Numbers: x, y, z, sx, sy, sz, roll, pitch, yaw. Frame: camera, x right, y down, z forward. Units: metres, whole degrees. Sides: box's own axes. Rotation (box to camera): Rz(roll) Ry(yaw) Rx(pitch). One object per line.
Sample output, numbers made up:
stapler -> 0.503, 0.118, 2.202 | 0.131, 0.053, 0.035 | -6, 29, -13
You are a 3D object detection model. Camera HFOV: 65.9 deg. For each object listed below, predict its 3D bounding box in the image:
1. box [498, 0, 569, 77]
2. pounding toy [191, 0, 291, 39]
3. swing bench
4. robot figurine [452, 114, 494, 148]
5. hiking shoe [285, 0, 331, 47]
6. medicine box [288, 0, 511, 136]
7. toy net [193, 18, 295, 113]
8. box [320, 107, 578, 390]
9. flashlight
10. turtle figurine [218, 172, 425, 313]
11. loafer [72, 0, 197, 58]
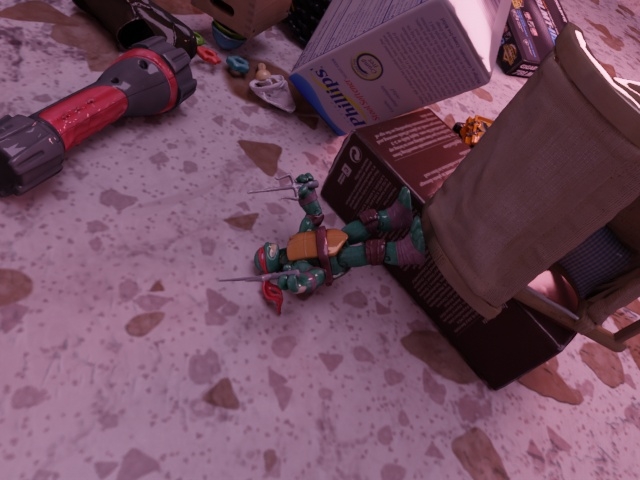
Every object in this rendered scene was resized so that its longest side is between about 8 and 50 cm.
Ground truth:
box -> 0.598, -0.588, 1.387 | 0.294, 0.073, 0.295 | -3, 71, -28
pounding toy -> -0.136, -0.471, 0.887 | 0.181, 0.094, 0.206 | 33, 51, 7
swing bench -> 0.277, -0.030, 0.502 | 0.255, 0.253, 0.165 | 15, 49, -14
robot figurine -> 0.369, -0.138, 0.939 | 0.291, 0.085, 0.211 | 27, 45, -4
hiking shoe -> -0.032, -0.488, 1.011 | 0.304, 0.113, 0.132 | 38, 38, 0
medicine box -> 0.131, -0.342, 0.799 | 0.149, 0.289, 0.263 | 44, 54, -32
toy net -> -0.128, -0.305, 0.845 | 0.232, 0.045, 0.122 | 46, 37, 16
box -> 0.200, -0.006, 0.713 | 0.191, 0.143, 0.381 | -25, 65, -39
flashlight -> -0.283, -0.164, 0.626 | 0.103, 0.103, 0.304 | 34, 45, -1
turtle figurine -> 0.000, 0.000, 0.599 | 0.234, 0.118, 0.175 | -10, 55, 2
loafer -> -0.305, -0.352, 0.782 | 0.220, 0.080, 0.078 | 29, 46, -3
